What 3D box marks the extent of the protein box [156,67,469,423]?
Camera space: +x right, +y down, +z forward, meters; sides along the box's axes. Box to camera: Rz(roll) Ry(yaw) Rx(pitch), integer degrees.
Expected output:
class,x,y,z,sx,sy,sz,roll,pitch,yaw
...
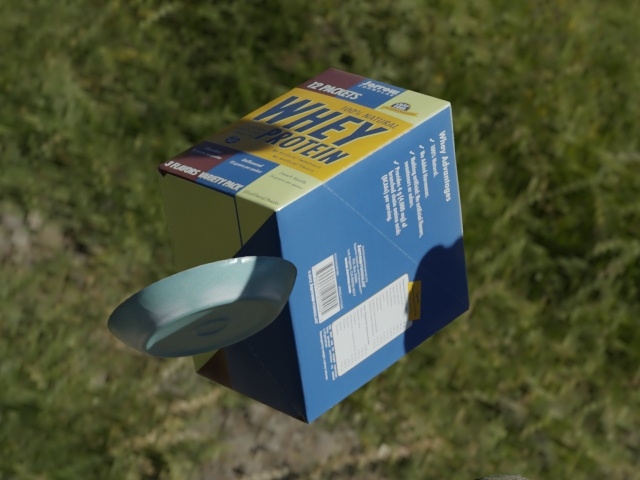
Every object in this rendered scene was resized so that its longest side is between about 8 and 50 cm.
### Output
class,x,y,z,sx,sy,sz,roll,pitch,yaw
protein box,0.000,0.000,1.571,0.136,0.200,0.201,20,40,40

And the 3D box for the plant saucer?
class,x,y,z,sx,sy,sz,roll,pitch,yaw
plant saucer,-0.068,0.044,1.173,0.119,0.119,0.021,-6,67,-32

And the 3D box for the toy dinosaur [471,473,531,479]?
class,x,y,z,sx,sy,sz,roll,pitch,yaw
toy dinosaur,0.099,0.185,0.985,0.121,0.313,0.160,-36,70,-12
